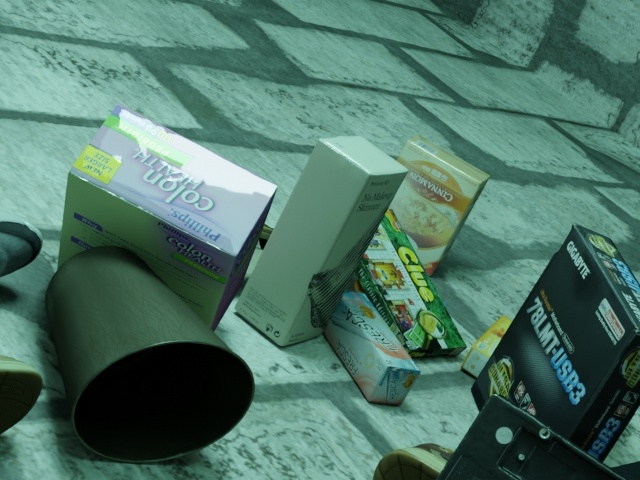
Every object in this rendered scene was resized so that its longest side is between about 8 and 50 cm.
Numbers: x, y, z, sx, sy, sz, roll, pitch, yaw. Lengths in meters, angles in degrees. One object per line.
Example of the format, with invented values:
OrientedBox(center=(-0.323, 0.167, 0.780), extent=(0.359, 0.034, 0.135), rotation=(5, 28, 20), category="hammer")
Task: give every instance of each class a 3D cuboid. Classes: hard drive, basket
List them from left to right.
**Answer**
OrientedBox(center=(-0.211, 0.115, 1.458), extent=(0.204, 0.154, 0.227), rotation=(-1, 29, -31), category="basket")
OrientedBox(center=(0.257, 0.344, 1.352), extent=(0.339, 0.237, 0.064), rotation=(32, 1, 16), category="hard drive")

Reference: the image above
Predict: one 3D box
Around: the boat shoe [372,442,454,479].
OrientedBox(center=(0.221, 0.337, 1.487), extent=(0.342, 0.123, 0.123), rotation=(31, 23, 27), category="boat shoe")

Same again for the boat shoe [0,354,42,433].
OrientedBox(center=(-0.404, 0.140, 1.240), extent=(0.302, 0.109, 0.098), rotation=(-5, 39, -44), category="boat shoe")

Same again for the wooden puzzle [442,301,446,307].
OrientedBox(center=(0.149, 0.103, 2.055), extent=(0.116, 0.014, 0.078), rotation=(17, 28, -22), category="wooden puzzle")

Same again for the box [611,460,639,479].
OrientedBox(center=(0.395, 0.363, 1.630), extent=(0.207, 0.108, 0.153), rotation=(2, 32, -47), category="box")

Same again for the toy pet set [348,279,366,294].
OrientedBox(center=(0.050, 0.049, 2.031), extent=(0.114, 0.065, 0.122), rotation=(56, 32, -9), category="toy pet set")

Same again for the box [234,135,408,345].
OrientedBox(center=(0.000, 0.000, 1.765), extent=(0.094, 0.275, 0.113), rotation=(37, 24, 23), category="box")

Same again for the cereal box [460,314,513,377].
OrientedBox(center=(0.342, 0.213, 1.981), extent=(0.240, 0.047, 0.173), rotation=(32, 23, 13), category="cereal box")

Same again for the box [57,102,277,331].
OrientedBox(center=(-0.191, -0.011, 1.598), extent=(0.213, 0.243, 0.117), rotation=(27, 57, 3), category="box")

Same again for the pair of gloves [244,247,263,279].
OrientedBox(center=(-0.192, 0.000, 1.864), extent=(0.204, 0.042, 0.240), rotation=(-3, 36, -48), category="pair of gloves")

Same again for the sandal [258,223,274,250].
OrientedBox(center=(-0.063, 0.012, 1.959), extent=(0.072, 0.049, 0.180), rotation=(29, 0, 39), category="sandal")

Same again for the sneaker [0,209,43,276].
OrientedBox(center=(-0.395, 0.051, 1.458), extent=(0.153, 0.101, 0.268), rotation=(41, 32, 29), category="sneaker")

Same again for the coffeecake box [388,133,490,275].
OrientedBox(center=(0.173, -0.059, 2.206), extent=(0.142, 0.185, 0.068), rotation=(31, 22, 12), category="coffeecake box")

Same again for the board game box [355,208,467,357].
OrientedBox(center=(0.112, 0.060, 1.979), extent=(0.136, 0.030, 0.259), rotation=(3, 52, -48), category="board game box")

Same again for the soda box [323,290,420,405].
OrientedBox(center=(0.063, 0.143, 1.803), extent=(0.058, 0.063, 0.183), rotation=(12, 27, -34), category="soda box")

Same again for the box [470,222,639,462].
OrientedBox(center=(0.321, 0.168, 1.731), extent=(0.073, 0.293, 0.295), rotation=(20, 24, -16), category="box")
